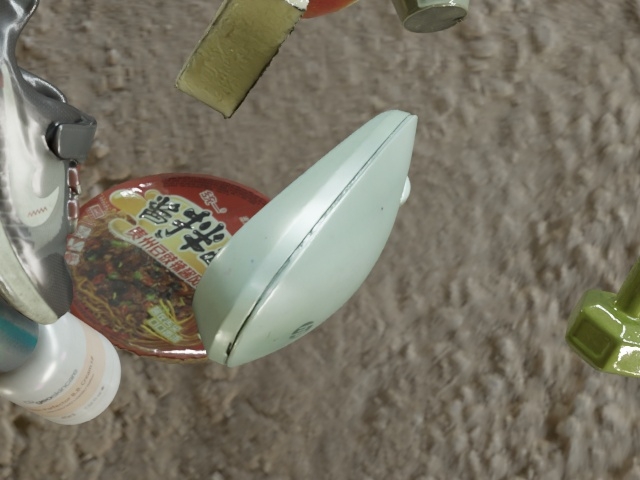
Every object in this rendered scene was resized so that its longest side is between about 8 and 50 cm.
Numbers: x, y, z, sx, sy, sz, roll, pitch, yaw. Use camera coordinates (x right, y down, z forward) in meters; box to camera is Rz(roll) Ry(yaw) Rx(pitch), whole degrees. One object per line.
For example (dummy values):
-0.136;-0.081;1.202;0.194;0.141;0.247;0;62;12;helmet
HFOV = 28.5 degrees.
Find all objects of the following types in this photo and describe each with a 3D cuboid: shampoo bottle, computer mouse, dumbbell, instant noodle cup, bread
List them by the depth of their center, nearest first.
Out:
-0.204;0.070;0.853;0.074;0.192;0.074;-7;66;16;shampoo bottle
0.004;0.004;1.102;0.097;0.288;0.159;41;145;13;computer mouse
-0.077;-0.185;1.195;0.068;0.028;0.153;27;127;-15;bread
-0.147;0.049;1.354;0.274;0.274;0.090;18;136;13;instant noodle cup
0.402;0.025;1.496;0.121;0.108;0.301;42;122;30;dumbbell

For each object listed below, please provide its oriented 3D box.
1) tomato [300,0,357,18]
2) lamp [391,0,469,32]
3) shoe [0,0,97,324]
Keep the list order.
-0.035;-0.388;1.386;0.304;0.239;0.303;2;77;-8;tomato
0.119;-0.359;1.495;0.121;0.121;0.214;-15;75;18;lamp
-0.181;-0.054;0.743;0.112;0.099;0.227;-34;127;-14;shoe
